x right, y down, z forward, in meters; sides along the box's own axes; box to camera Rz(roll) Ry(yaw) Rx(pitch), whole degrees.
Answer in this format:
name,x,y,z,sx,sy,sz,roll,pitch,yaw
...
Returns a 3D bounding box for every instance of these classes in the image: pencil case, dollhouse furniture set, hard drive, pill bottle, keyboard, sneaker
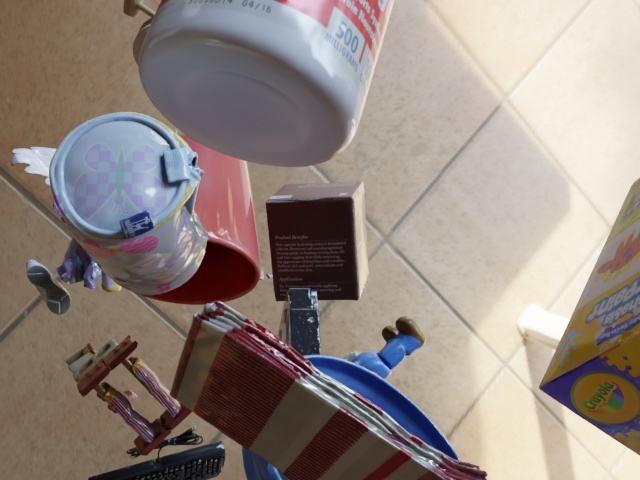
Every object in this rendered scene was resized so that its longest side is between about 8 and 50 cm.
name,x,y,z,sx,sy,sz,roll,pitch,yaw
pencil case,-0.175,-0.025,0.741,0.124,0.273,0.113,-24,79,-13
dollhouse furniture set,-0.437,0.322,1.717,0.152,0.374,0.201,-44,107,-16
hard drive,-0.041,0.286,1.387,0.064,0.237,0.338,2,60,-8
pill bottle,-0.025,-0.304,0.821,0.229,0.229,0.407,24,67,-20
keyboard,-0.372,0.527,1.752,0.317,0.033,0.201,-11,128,-24
sneaker,-0.603,0.100,1.681,0.054,0.061,0.152,-32,128,-16

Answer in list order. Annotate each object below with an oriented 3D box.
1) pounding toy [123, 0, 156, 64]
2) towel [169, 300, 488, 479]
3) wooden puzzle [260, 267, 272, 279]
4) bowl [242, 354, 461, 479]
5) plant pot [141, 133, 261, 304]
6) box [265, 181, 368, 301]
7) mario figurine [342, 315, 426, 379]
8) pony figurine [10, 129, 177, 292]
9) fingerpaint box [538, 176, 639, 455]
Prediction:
name,x,y,z,sx,sy,sz,roll,pitch,yaw
pounding toy,-0.328,-0.420,1.664,0.270,0.154,0.154,29,119,-20
towel,-0.009,0.208,0.815,0.329,0.237,0.037,33,53,4
wooden puzzle,-0.181,0.076,2.004,0.116,0.078,0.014,32,105,-6
bowl,0.059,0.337,1.091,0.391,0.391,0.077,29,117,-20
plant pot,-0.236,-0.044,1.392,0.275,0.275,0.243,14,58,-21
box,0.000,0.000,1.482,0.169,0.167,0.203,-1,104,11
mario figurine,0.074,0.275,1.620,0.320,0.170,0.198,-41,140,-30
pony figurine,-0.464,-0.072,1.653,0.351,0.303,0.363,-6,119,-45
fingerpaint box,0.466,0.000,0.808,0.163,0.444,0.371,34,61,4
